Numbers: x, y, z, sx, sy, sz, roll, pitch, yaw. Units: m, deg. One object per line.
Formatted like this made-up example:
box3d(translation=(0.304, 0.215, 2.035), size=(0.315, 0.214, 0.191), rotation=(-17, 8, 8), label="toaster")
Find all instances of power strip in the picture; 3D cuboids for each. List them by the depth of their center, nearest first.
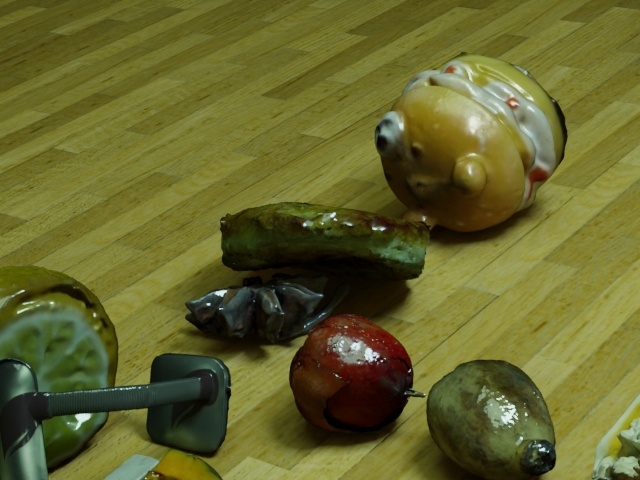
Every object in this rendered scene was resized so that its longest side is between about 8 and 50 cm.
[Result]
box3d(translation=(-0.207, 0.289, 1.796), size=(0.042, 0.075, 0.175), rotation=(9, 30, 31), label="power strip")

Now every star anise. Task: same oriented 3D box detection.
box3d(translation=(-0.071, 0.093, 2.165), size=(0.231, 0.089, 0.209), rotation=(-1, 11, -2), label="star anise")

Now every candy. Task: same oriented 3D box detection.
box3d(translation=(-0.357, 0.155, 1.898), size=(0.118, 0.260, 0.260), rotation=(12, 30, 39), label="candy")

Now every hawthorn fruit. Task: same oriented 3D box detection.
box3d(translation=(0.048, 0.169, 1.935), size=(0.172, 0.148, 0.148), rotation=(17, 31, 15), label="hawthorn fruit")

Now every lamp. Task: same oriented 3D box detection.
box3d(translation=(-0.239, 0.237, 1.860), size=(0.283, 0.203, 0.124), rotation=(0, 5, -45), label="lamp")

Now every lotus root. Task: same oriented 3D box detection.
box3d(translation=(0.201, 0.214, 1.825), size=(0.138, 0.138, 0.214), rotation=(-12, 26, -14), label="lotus root")

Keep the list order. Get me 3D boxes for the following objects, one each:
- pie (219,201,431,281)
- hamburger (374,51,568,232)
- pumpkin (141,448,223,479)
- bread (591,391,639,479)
box3d(translation=(0.000, 0.000, 2.228), size=(0.288, 0.103, 0.354), rotation=(3, -2, -8), label="pie")
box3d(translation=(0.208, -0.130, 2.409), size=(0.276, 0.276, 0.237), rotation=(14, 42, 35), label="hamburger")
box3d(translation=(-0.176, 0.348, 1.635), size=(0.131, 0.126, 0.248), rotation=(29, 60, 38), label="pumpkin")
box3d(translation=(0.450, 0.219, 1.515), size=(0.329, 0.245, 0.424), rotation=(-22, 6, -21), label="bread")
